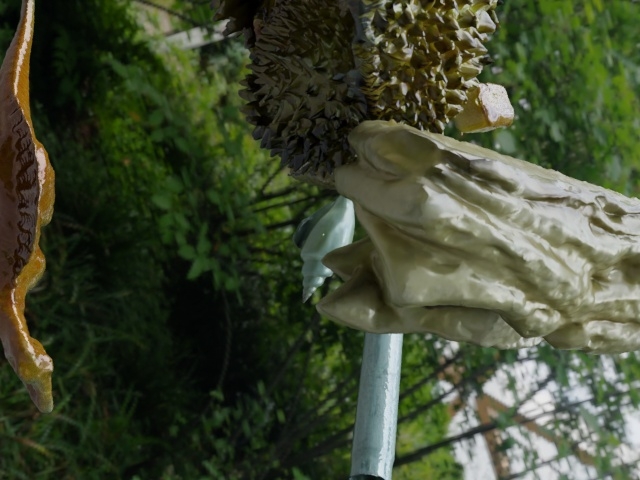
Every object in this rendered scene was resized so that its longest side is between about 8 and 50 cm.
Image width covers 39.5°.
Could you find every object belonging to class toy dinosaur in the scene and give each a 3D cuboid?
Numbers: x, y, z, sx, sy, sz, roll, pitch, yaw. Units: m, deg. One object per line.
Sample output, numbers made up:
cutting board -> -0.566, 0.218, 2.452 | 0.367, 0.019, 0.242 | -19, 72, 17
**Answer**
toy dinosaur -> -0.165, -0.031, 0.466 | 0.142, 0.057, 0.212 | 41, -48, 55

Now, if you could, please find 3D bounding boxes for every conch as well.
conch -> 0.007, 0.003, 1.225 | 0.065, 0.180, 0.088 | 29, -14, -23

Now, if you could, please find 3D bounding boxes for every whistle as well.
whistle -> 0.083, 0.212, 1.278 | 0.062, 0.062, 0.312 | 72, 20, -44

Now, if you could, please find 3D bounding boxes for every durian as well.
durian -> 0.028, -0.182, 0.776 | 0.293, 0.258, 0.258 | -36, -114, 52

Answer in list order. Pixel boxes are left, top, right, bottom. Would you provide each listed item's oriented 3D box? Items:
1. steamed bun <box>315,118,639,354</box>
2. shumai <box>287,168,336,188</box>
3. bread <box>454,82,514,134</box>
steamed bun -> 0.148, 0.019, 0.725 | 0.247, 0.428, 0.189 | 38, -68, 46
shumai -> 0.028, -0.134, 1.351 | 0.145, 0.146, 0.116 | -44, 145, -88
bread -> 0.356, -0.287, 1.931 | 0.245, 0.094, 0.102 | -15, 91, -63
